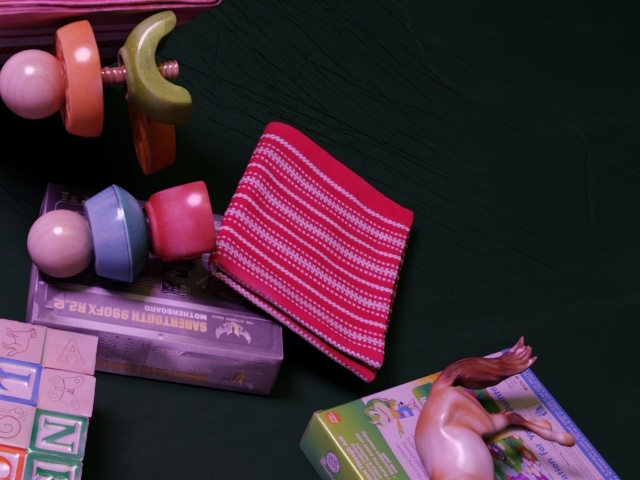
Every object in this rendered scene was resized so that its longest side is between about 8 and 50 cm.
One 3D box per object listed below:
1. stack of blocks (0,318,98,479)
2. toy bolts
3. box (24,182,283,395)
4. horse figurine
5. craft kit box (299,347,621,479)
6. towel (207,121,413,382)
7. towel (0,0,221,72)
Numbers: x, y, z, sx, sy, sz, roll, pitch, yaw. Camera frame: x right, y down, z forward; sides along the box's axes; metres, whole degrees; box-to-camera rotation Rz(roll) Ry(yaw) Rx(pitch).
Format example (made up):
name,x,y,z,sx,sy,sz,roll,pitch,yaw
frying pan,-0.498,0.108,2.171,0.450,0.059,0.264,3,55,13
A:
name,x,y,z,sx,sy,sz,roll,pitch,yaw
stack of blocks,-0.272,0.193,1.028,0.171,0.087,0.297,12,41,-12
toy bolts,-0.201,-0.069,1.233,0.158,0.218,0.229,-10,81,-16
box,-0.153,0.044,1.270,0.231,0.056,0.183,10,42,-15
horse figurine,0.142,0.192,1.159,0.174,0.066,0.263,15,43,-18
craft kit box,0.148,0.228,1.212,0.246,0.061,0.250,-11,50,-37
towel,0.000,0.000,1.347,0.199,0.031,0.275,35,33,-12
towel,-0.269,-0.198,1.313,0.237,0.329,0.037,-8,88,-32
